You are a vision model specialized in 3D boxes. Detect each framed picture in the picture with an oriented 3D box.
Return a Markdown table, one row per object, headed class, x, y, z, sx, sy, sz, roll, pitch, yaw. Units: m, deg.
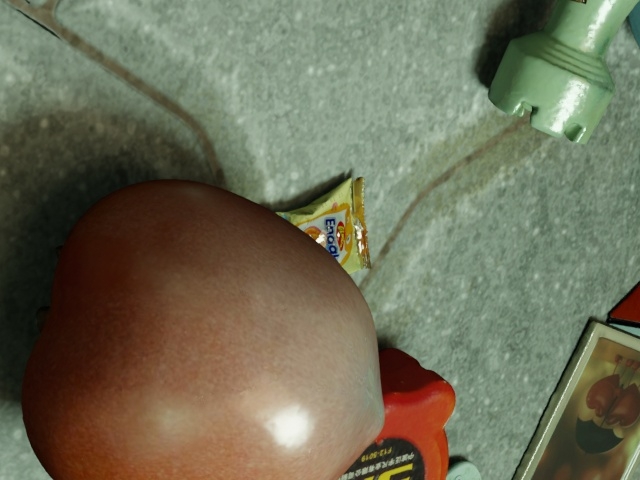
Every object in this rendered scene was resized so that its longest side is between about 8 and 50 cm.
| class | x | y | z | sx | sy | sz | roll | pitch | yaw |
| --- | --- | --- | --- | --- | --- | --- | --- | --- | --- |
| framed picture | 0.343 | 0.255 | 1.948 | 0.211 | 0.020 | 0.290 | 21 | 96 | -41 |

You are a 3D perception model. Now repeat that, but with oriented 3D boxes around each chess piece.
| class | x | y | z | sx | sy | sz | roll | pitch | yaw |
| --- | --- | --- | --- | --- | --- | --- | --- | --- | --- |
| chess piece | 0.286 | -0.256 | 1.574 | 0.194 | 0.194 | 0.299 | 11 | 111 | -40 |

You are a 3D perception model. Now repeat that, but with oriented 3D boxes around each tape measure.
| class | x | y | z | sx | sy | sz | roll | pitch | yaw |
| --- | --- | --- | --- | --- | --- | --- | --- | --- | --- |
| tape measure | 0.016 | 0.241 | 1.624 | 0.253 | 0.114 | 0.260 | -10 | 119 | -35 |

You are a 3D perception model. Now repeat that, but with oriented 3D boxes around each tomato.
| class | x | y | z | sx | sy | sz | roll | pitch | yaw |
| --- | --- | --- | --- | --- | --- | --- | --- | --- | --- |
| tomato | -0.095 | 0.108 | 1.337 | 0.321 | 0.321 | 0.322 | -16 | 119 | -32 |

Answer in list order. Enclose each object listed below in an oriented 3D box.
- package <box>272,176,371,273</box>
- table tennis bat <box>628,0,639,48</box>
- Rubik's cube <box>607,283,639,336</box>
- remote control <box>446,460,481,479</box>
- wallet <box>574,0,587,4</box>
| class | x | y | z | sx | sy | sz | roll | pitch | yaw |
| --- | --- | --- | --- | --- | --- | --- | --- | --- | --- |
| package | -0.002 | 0.001 | 1.553 | 0.120 | 0.031 | 0.108 | -23 | 123 | -29 |
| table tennis bat | 0.433 | -0.314 | 1.658 | 0.044 | 0.215 | 0.329 | 3 | 83 | -66 |
| Rubik's cube | 0.475 | 0.103 | 1.895 | 0.234 | 0.250 | 0.284 | -5 | 119 | -16 |
| remote control | 0.093 | 0.347 | 1.777 | 0.256 | 0.045 | 0.097 | -35 | 129 | -25 |
| wallet | 0.182 | -0.294 | 1.491 | 0.026 | 0.176 | 0.095 | -51 | 153 | -69 |
